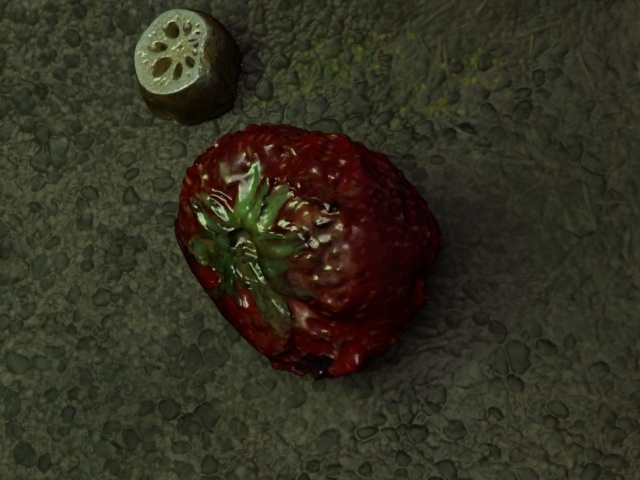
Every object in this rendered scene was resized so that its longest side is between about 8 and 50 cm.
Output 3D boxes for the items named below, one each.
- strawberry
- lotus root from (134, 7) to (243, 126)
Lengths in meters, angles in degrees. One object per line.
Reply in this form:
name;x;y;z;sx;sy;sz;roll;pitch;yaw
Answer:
strawberry;0.000;0.000;1.390;0.274;0.220;0.274;17;118;35
lotus root;-0.154;-0.195;1.521;0.112;0.081;0.122;6;80;19
